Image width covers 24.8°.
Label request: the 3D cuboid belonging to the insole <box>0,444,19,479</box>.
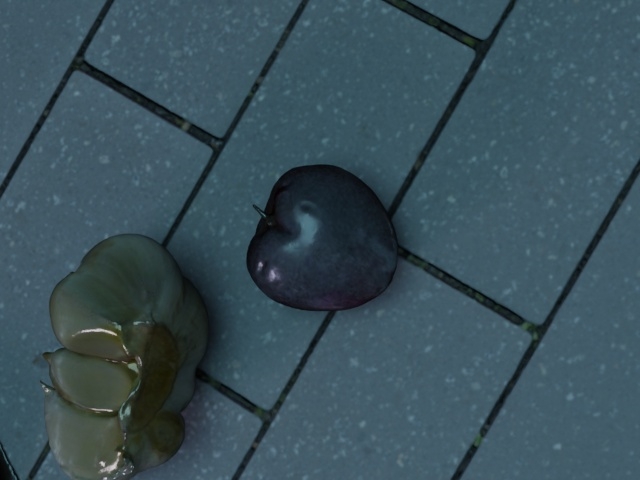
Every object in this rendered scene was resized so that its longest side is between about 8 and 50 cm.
[{"bbox_3d":[-0.420,0.299,1.781,0.111,0.007,0.328,-22,80,8],"label":"insole"}]

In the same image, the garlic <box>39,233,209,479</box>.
[{"bbox_3d":[-0.226,0.128,1.676,0.203,0.184,0.281,12,108,39],"label":"garlic"}]

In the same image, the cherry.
[{"bbox_3d":[0.003,-0.003,1.651,0.176,0.140,0.176,-1,98,-8],"label":"cherry"}]
